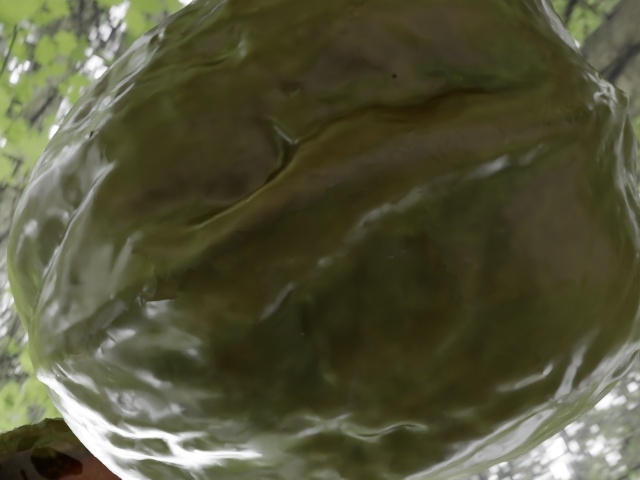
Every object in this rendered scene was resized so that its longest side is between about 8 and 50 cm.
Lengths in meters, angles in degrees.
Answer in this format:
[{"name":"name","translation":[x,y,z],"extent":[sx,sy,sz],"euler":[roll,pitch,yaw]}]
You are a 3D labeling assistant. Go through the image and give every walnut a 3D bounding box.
[{"name":"walnut","translation":[0.000,0.000,0.712],"extent":[0.283,0.283,0.227],"euler":[-17,-104,-25]}]

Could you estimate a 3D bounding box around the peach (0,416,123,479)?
[{"name":"peach","translation":[-0.201,0.241,1.376],"extent":[0.339,0.416,0.353],"euler":[-26,-127,-6]}]
